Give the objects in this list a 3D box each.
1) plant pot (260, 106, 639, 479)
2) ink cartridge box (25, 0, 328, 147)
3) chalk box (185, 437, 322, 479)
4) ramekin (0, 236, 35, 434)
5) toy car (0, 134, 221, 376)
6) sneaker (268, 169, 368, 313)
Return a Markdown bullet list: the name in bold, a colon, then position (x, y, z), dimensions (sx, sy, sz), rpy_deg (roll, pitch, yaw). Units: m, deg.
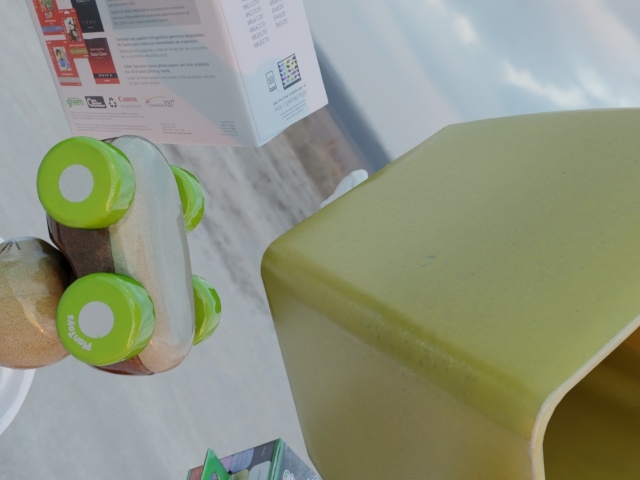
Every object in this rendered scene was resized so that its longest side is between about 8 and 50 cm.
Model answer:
- **plant pot**: position (0.095, 0.056, 0.473), dimensions (0.187, 0.212, 0.212), rpy_deg (26, -41, 42)
- **ink cartridge box**: position (-0.174, -0.252, 1.116), dimensions (0.309, 0.130, 0.272), rpy_deg (7, -57, 39)
- **chalk box**: position (-0.070, 0.308, 1.078), dimensions (0.213, 0.132, 0.132), rpy_deg (50, 31, -28)
- **ramekin**: position (-0.464, 0.112, 1.157), dimensions (0.277, 0.135, 0.277), rpy_deg (-3, 94, -62)
- **toy car**: position (-0.178, 0.020, 0.643), dimensions (0.155, 0.188, 0.149), rpy_deg (12, 69, -78)
- **sneaker**: position (0.000, 0.000, 0.950), dimensions (0.212, 0.094, 0.080), rpy_deg (-76, 159, -57)
